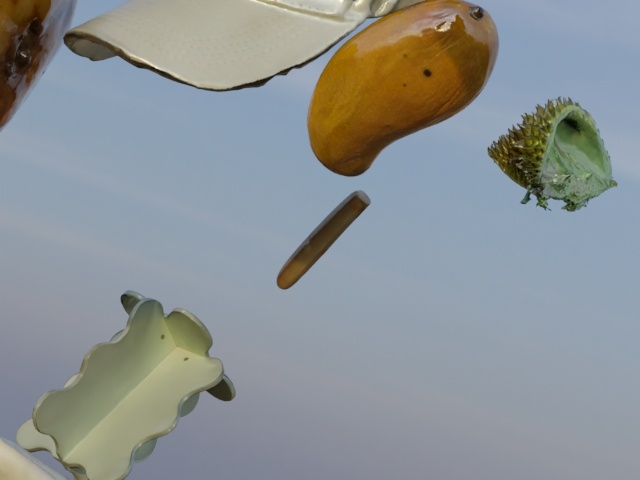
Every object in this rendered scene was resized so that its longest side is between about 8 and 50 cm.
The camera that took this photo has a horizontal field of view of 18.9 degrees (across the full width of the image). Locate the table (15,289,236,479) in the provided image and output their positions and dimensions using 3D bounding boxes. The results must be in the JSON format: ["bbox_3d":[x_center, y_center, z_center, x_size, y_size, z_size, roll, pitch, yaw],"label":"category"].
[{"bbox_3d":[-0.215,0.175,2.052,0.166,0.198,0.166,32,-31,22],"label":"table"}]

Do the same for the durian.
[{"bbox_3d":[0.216,-0.077,1.784,0.100,0.086,0.215,57,29,15],"label":"durian"}]

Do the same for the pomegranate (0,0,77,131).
[{"bbox_3d":[-0.409,-0.249,1.614,0.410,0.410,0.410,17,-9,3],"label":"pomegranate"}]

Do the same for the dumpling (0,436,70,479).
[{"bbox_3d":[-0.239,0.267,1.489,0.243,0.187,0.318,16,-37,23],"label":"dumpling"}]

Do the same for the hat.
[{"bbox_3d":[-0.078,-0.237,1.569,0.301,0.168,0.258,-30,26,-30],"label":"hat"}]

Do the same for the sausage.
[{"bbox_3d":[0.000,0.000,1.867,0.024,0.132,0.024,34,26,-20],"label":"sausage"}]

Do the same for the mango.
[{"bbox_3d":[0.056,-0.117,1.425,0.098,0.075,0.190,35,-50,-22],"label":"mango"}]
